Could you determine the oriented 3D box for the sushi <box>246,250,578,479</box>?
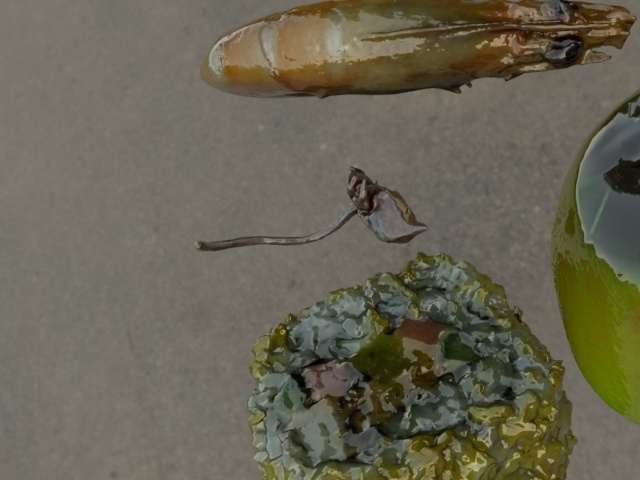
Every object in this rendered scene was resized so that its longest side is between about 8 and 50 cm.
[{"bbox_3d":[0.110,0.227,1.104,0.396,0.240,0.351,-24,41,-13],"label":"sushi"}]

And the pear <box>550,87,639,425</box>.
[{"bbox_3d":[0.348,-0.027,0.772,0.399,0.165,0.399,-30,42,32],"label":"pear"}]

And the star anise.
[{"bbox_3d":[0.000,0.000,1.090,0.227,0.218,0.148,-41,34,12],"label":"star anise"}]

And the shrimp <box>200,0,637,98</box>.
[{"bbox_3d":[0.058,-0.122,0.591,0.287,0.152,0.063,-1,89,17],"label":"shrimp"}]
